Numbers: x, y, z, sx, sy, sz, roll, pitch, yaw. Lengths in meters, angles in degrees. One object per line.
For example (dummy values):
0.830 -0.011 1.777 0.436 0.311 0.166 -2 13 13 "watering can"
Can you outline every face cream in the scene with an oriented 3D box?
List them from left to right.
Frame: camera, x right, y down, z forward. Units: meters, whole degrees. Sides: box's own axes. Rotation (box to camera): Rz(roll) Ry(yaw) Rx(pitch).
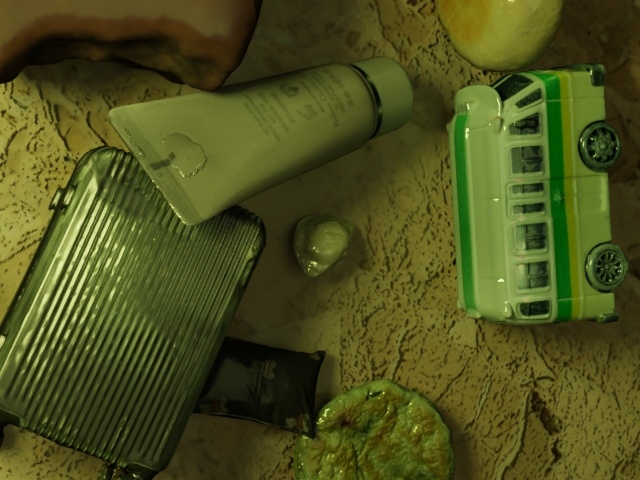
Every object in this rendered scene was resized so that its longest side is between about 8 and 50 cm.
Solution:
-0.040 -0.112 1.185 0.314 0.089 0.143 -20 66 -38 "face cream"

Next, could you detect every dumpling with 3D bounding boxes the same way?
0.000 0.000 1.275 0.059 0.043 0.077 40 80 4 "dumpling"

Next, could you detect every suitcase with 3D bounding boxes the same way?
-0.192 0.077 1.152 0.202 0.128 0.312 27 81 -18 "suitcase"

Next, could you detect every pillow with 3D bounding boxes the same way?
-0.067 0.144 1.248 0.150 0.048 0.090 14 90 -19 "pillow"

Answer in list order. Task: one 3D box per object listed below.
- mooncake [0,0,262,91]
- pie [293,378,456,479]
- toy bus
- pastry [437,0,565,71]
-0.205 -0.266 1.109 0.326 0.174 0.334 -38 103 -18 "mooncake"
0.059 0.239 1.305 0.186 0.041 0.187 -1 93 -21 "pie"
0.225 -0.047 1.310 0.164 0.133 0.276 -6 94 -22 "toy bus"
0.189 -0.256 1.280 0.092 0.156 0.157 -14 97 -31 "pastry"
